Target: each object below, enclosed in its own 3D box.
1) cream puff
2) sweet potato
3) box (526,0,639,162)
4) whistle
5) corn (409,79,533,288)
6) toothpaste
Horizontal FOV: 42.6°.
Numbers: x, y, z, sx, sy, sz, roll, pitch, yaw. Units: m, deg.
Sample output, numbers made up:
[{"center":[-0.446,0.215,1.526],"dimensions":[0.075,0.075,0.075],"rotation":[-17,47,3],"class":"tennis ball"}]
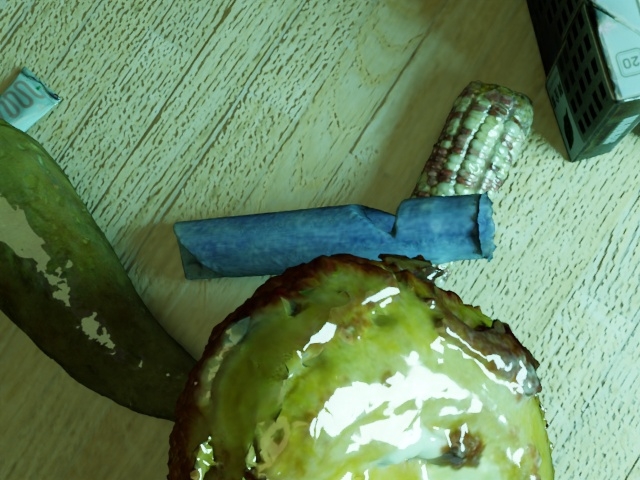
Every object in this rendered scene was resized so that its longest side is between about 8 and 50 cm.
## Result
[{"center":[0.029,0.175,0.641],"dimensions":[0.350,0.228,0.350],"rotation":[-1,92,-28],"class":"cream puff"},{"center":[-0.230,0.037,0.761],"dimensions":[0.130,0.130,0.423],"rotation":[-44,86,-2],"class":"sweet potato"},{"center":[0.215,-0.247,0.720],"dimensions":[0.047,0.180,0.325],"rotation":[-12,80,3],"class":"box"},{"center":[0.000,0.000,0.729],"dimensions":[0.304,0.062,0.062],"rotation":[-4,80,26],"class":"whistle"},{"center":[0.118,-0.037,0.756],"dimensions":[0.079,0.079,0.237],"rotation":[28,91,9],"class":"corn"},{"center":[-0.353,-0.087,0.833],"dimensions":[0.056,0.036,0.205],"rotation":[41,84,12],"class":"toothpaste"}]
